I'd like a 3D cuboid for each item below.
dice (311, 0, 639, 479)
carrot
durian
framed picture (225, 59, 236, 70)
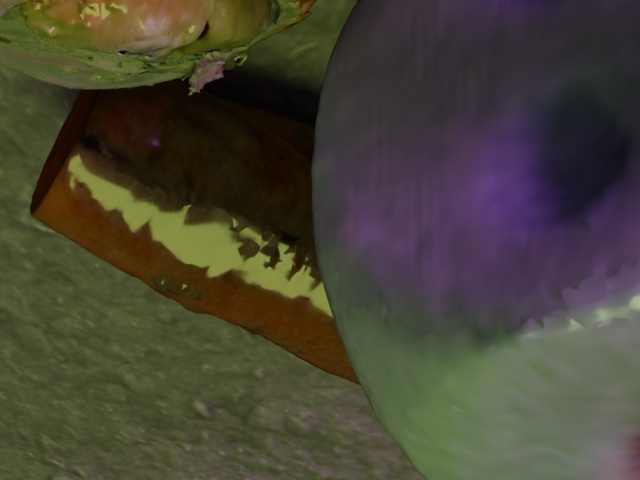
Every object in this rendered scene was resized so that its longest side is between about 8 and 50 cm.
[{"bbox_3d":[0.173,-0.021,0.798,0.265,0.262,0.268,-23,140,34],"label":"dice"},{"bbox_3d":[0.000,0.000,0.975,0.302,0.138,0.138,22,143,-14],"label":"carrot"},{"bbox_3d":[-0.071,-0.117,0.805,0.146,0.102,0.208,-8,168,22],"label":"durian"},{"bbox_3d":[-0.116,-0.184,0.799,0.289,0.020,0.211,20,144,-24],"label":"framed picture"}]
